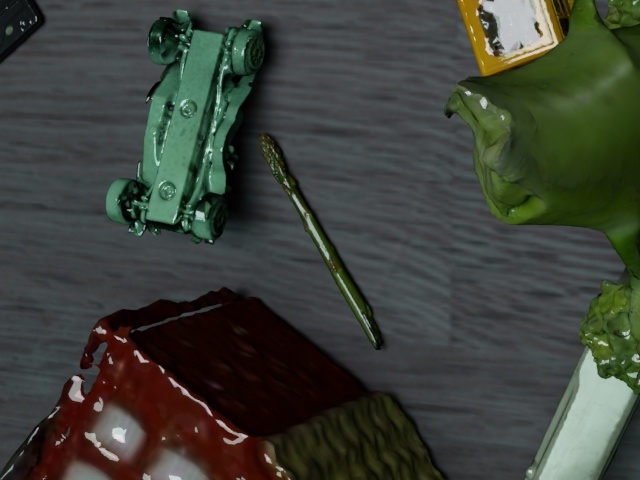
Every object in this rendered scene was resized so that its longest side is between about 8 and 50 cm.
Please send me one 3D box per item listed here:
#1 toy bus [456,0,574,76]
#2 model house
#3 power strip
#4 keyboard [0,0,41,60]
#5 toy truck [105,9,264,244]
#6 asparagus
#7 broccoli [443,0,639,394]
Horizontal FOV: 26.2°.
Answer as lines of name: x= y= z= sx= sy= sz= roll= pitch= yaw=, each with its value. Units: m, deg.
toy bus: x=0.103 y=-0.180 z=0.818 sx=0.069 sy=0.074 sz=0.162 roll=-18 pitch=90 yaw=25
model house: x=-0.033 y=0.160 z=0.849 sx=0.254 sy=0.196 sz=0.160 roll=31 pitch=105 yaw=18
power strip: x=0.152 y=0.134 z=0.835 sx=0.048 sy=0.080 sz=0.286 roll=24 pitch=104 yaw=13
keyboard: x=-0.269 y=-0.138 z=1.018 sx=0.155 sy=0.010 sz=0.053 roll=-35 pitch=81 yaw=23
toy truck: x=-0.079 y=-0.073 z=0.918 sx=0.080 sy=0.078 sz=0.154 roll=10 pitch=83 yaw=21
asparagus: x=0.000 y=0.000 z=0.917 sx=0.166 sy=0.013 sz=0.016 roll=60 pitch=155 yaw=7
broccoli: x=0.170 y=-0.039 z=0.715 sx=0.186 sy=0.302 sz=0.254 roll=17 pitch=136 yaw=56
